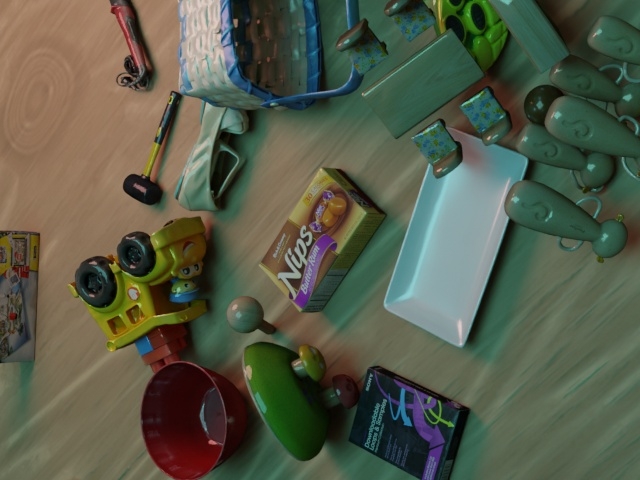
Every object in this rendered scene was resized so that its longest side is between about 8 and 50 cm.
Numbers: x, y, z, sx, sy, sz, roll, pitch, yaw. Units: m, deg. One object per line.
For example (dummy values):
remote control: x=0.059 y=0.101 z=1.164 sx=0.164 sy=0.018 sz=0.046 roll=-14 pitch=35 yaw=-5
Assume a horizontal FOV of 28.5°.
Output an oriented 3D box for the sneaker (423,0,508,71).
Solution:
sneaker: x=0.164 y=-0.356 z=1.675 sx=0.123 sy=0.109 sz=0.295 roll=150 pitch=103 yaw=-72

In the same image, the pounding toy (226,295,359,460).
pounding toy: x=-0.026 y=0.183 z=1.777 sx=0.110 sy=0.183 sz=0.236 roll=-29 pitch=67 yaw=12

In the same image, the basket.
basket: x=-0.061 y=-0.310 z=1.771 sx=0.289 sy=0.201 sz=0.254 roll=-9 pitch=77 yaw=43

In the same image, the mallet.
mallet: x=-0.260 y=-0.147 z=2.036 sx=0.062 sy=0.039 sz=0.189 roll=37 pitch=107 yaw=34

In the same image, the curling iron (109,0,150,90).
curling iron: x=-0.338 y=-0.371 z=2.098 sx=0.068 sy=0.035 sz=0.274 roll=-27 pitch=73 yaw=35

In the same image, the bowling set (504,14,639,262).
bowling set: x=0.337 y=-0.143 z=1.521 sx=0.154 sy=0.200 sz=0.287 roll=22 pitch=112 yaw=-7

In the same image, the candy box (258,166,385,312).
candy box: x=0.000 y=0.000 z=1.815 sx=0.109 sy=0.053 sz=0.186 roll=47 pitch=115 yaw=29

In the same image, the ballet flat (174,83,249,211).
ballet flat: x=-0.152 y=-0.158 z=1.931 sx=0.086 sy=0.086 sz=0.248 roll=28 pitch=108 yaw=35

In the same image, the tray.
tray: x=0.183 y=-0.006 z=1.685 sx=0.145 sy=0.030 sz=0.270 roll=26 pitch=105 yaw=35

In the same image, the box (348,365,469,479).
box: x=0.118 y=0.255 z=1.733 sx=0.162 sy=0.029 sz=0.116 roll=22 pitch=103 yaw=38

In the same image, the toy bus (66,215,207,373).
toy bus: x=-0.254 y=0.091 z=1.968 sx=0.220 sy=0.149 sz=0.211 roll=-31 pitch=84 yaw=31

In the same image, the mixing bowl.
mixing bowl: x=-0.178 y=0.272 z=1.922 sx=0.181 sy=0.098 sz=0.181 roll=-2 pitch=87 yaw=39

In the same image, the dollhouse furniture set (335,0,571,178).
dollhouse furniture set: x=0.168 y=-0.216 z=1.539 sx=0.242 sy=0.161 sz=0.212 roll=-35 pitch=102 yaw=15

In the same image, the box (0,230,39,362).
box: x=-0.570 y=0.098 z=2.196 sx=0.044 sy=0.159 sz=0.233 roll=4 pitch=91 yaw=39
